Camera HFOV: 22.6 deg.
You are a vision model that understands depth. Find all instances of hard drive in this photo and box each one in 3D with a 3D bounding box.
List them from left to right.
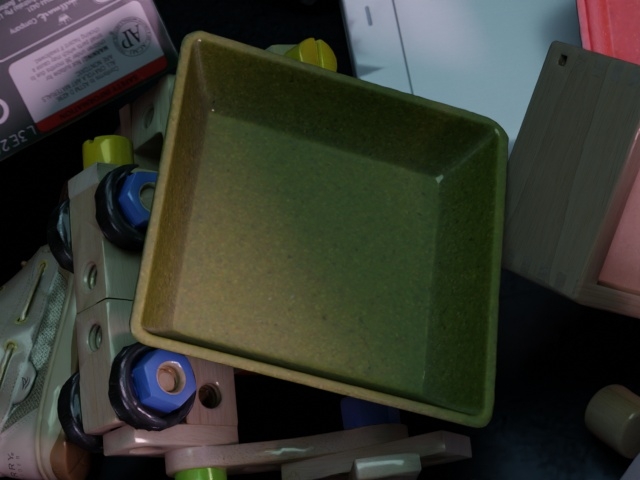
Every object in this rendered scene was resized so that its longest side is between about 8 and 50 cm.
[{"bbox_3d":[0.190,-0.167,1.056,0.353,0.047,0.233,-10,71,0],"label":"hard drive"}]

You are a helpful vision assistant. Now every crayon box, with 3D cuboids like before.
[{"bbox_3d":[-0.307,-0.093,0.986,0.363,0.106,0.313,-30,25,-13],"label":"crayon box"}]

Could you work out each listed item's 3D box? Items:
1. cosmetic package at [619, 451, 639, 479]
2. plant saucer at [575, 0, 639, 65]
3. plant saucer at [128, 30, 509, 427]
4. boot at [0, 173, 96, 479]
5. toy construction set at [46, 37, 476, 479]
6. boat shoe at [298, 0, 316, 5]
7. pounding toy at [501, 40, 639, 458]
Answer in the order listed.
[{"bbox_3d":[0.240,0.176,0.719,0.138,0.224,0.224,-2,54,-16],"label":"cosmetic package"},{"bbox_3d":[0.285,-0.122,0.971,0.259,0.048,0.259,-8,96,2],"label":"plant saucer"},{"bbox_3d":[0.000,0.000,0.835,0.188,0.045,0.188,15,58,-14],"label":"plant saucer"},{"bbox_3d":[-0.209,0.048,0.977,0.165,0.077,0.213,-2,55,9],"label":"boot"},{"bbox_3d":[-0.039,0.033,0.922,0.215,0.151,0.327,7,53,-37],"label":"toy construction set"},{"bbox_3d":[0.024,-0.264,1.169,0.070,0.078,0.219,39,68,-16],"label":"boat shoe"},{"bbox_3d":[0.179,0.013,0.915,0.094,0.181,0.206,28,101,50],"label":"pounding toy"}]
